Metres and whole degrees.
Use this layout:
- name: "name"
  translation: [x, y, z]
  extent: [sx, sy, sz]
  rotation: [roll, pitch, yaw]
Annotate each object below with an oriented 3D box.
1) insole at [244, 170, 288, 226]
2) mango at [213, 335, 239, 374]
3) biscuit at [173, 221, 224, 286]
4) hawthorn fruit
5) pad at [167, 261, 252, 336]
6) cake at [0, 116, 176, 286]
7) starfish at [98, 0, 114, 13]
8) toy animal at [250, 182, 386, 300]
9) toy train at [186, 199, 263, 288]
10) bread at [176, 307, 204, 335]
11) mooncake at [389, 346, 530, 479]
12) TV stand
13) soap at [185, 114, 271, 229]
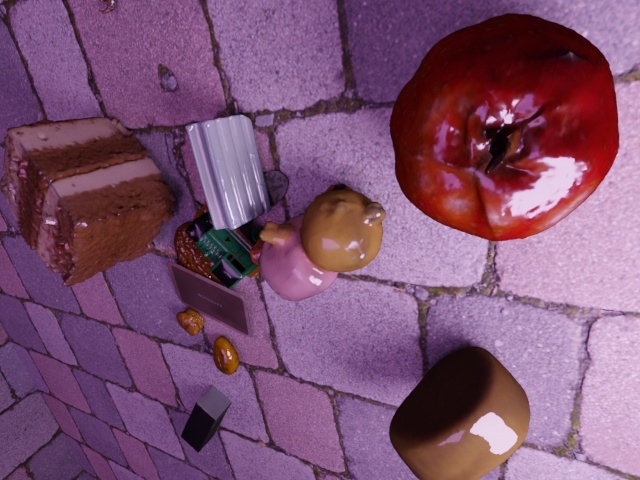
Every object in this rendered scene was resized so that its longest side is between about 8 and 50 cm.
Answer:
- name: "insole"
  translation: [-0.131, -0.085, 0.858]
  extent: [0.065, 0.006, 0.193]
  rotation: [51, 131, -2]
- name: "mango"
  translation: [-0.266, 0.321, 1.137]
  extent: [0.078, 0.057, 0.114]
  rotation: [-6, 104, 39]
- name: "biscuit"
  translation: [-0.296, 0.041, 1.019]
  extent: [0.187, 0.027, 0.188]
  rotation: [14, 122, 25]
- name: "hawthorn fruit"
  translation: [0.184, -0.113, 0.454]
  extent: [0.254, 0.300, 0.254]
  rotation: [13, 119, 24]
- name: "pad"
  translation: [-0.294, 0.157, 1.076]
  extent: [0.266, 0.002, 0.176]
  rotation: [21, 135, 22]
- name: "cake"
  translation: [-0.534, -0.096, 0.932]
  extent: [0.290, 0.282, 0.256]
  rotation: [46, 127, 5]
- name: "starfish"
  translation: [-0.431, -0.498, 0.809]
  extent: [0.091, 0.028, 0.078]
  rotation: [-1, 108, 36]
- name: "toy animal"
  translation: [0.002, 0.002, 0.723]
  extent: [0.195, 0.169, 0.281]
  rotation: [23, 134, -35]
- name: "toy train"
  translation: [-0.196, 0.007, 0.860]
  extent: [0.228, 0.136, 0.091]
  rotation: [45, 133, -8]
- name: "bread"
  translation: [-0.370, 0.231, 1.156]
  extent: [0.081, 0.046, 0.083]
  rotation: [-13, 113, 43]
- name: "mooncake"
  translation: [0.236, 0.289, 0.672]
  extent: [0.117, 0.235, 0.235]
  rotation: [50, 130, 0]
- name: "TV stand"
  translation: [-0.381, 0.592, 1.339]
  extent: [0.088, 0.082, 0.270]
  rotation: [37, 128, 11]
- name: "soap"
  translation: [-0.170, -0.132, 0.777]
  extent: [0.066, 0.119, 0.198]
  rotation: [2, 112, 33]
